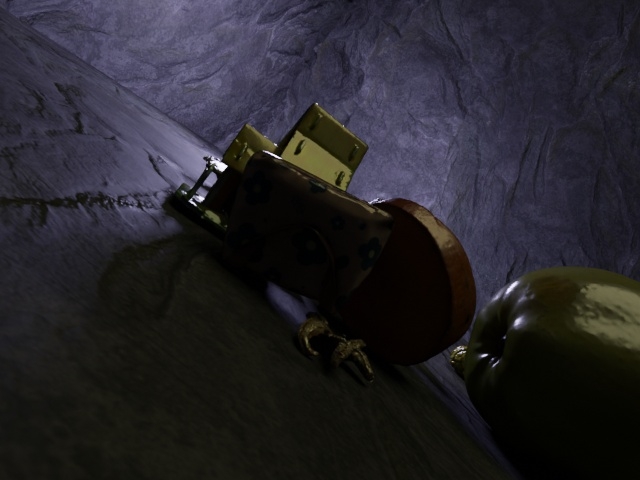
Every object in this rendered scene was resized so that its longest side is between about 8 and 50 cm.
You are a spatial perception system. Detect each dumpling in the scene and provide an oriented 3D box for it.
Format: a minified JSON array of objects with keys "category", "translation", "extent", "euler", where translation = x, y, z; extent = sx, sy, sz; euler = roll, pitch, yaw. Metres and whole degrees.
[{"category":"dumpling","translation":[-0.255,-0.169,1.573],"extent":[0.332,0.086,0.166],"euler":[34,7,-36]}]

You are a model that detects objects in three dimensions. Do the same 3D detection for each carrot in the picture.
[{"category":"carrot","translation":[0.144,0.071,0.916],"extent":[0.100,0.258,0.307],"euler":[-19,90,-53]}]

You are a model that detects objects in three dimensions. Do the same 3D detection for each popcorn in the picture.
[{"category":"popcorn","translation":[0.456,0.368,1.501],"extent":[0.121,0.106,0.116],"euler":[40,14,30]}]

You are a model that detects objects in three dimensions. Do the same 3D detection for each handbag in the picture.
[{"category":"handbag","translation":[-0.029,-0.007,0.820],"extent":[0.252,0.193,0.190],"euler":[26,-1,2]}]

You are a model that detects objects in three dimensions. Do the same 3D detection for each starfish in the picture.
[{"category":"starfish","translation":[0.030,0.147,0.737],"extent":[0.150,0.053,0.210],"euler":[45,5,28]}]

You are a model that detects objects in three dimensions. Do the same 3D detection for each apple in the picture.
[{"category":"apple","translation":[0.528,0.268,1.016],"extent":[0.474,0.473,0.473],"euler":[37,4,-3]}]

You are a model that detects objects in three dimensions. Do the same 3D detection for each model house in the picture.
[{"category":"model house","translation":[-0.088,-0.145,1.073],"extent":[0.300,0.323,0.340],"euler":[37,4,-16]}]

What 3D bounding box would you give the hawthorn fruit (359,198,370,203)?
[{"category":"hawthorn fruit","translation":[0.045,0.006,1.321],"extent":[0.254,0.254,0.300],"euler":[35,-11,-27]}]
